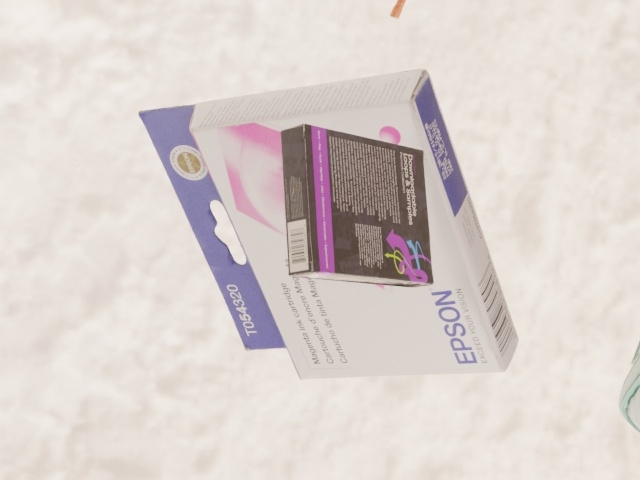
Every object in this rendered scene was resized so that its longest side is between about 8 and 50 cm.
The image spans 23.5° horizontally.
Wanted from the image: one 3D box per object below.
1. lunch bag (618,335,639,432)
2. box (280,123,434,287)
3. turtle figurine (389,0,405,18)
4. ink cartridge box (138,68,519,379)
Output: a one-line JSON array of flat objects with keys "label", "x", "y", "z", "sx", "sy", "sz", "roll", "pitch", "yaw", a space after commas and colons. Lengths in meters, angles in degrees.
[{"label": "lunch bag", "x": 0.332, "y": 0.077, "z": 1.050, "sx": 0.108, "sy": 0.224, "sz": 0.279, "roll": -58, "pitch": 172, "yaw": -30}, {"label": "box", "x": 0.032, "y": -0.024, "z": 1.226, "sx": 0.162, "sy": 0.029, "sz": 0.116, "roll": 8, "pitch": 76, "yaw": -49}, {"label": "turtle figurine", "x": 0.062, "y": -0.396, "z": 1.773, "sx": 0.217, "sy": 0.087, "sz": 0.270, "roll": -100, "pitch": -174, "yaw": -77}, {"label": "ink cartridge box", "x": 0.000, "y": 0.000, "z": 1.548, "sx": 0.324, "sy": 0.330, "sz": 0.071, "roll": 67, "pitch": 31, "yaw": -29}]
